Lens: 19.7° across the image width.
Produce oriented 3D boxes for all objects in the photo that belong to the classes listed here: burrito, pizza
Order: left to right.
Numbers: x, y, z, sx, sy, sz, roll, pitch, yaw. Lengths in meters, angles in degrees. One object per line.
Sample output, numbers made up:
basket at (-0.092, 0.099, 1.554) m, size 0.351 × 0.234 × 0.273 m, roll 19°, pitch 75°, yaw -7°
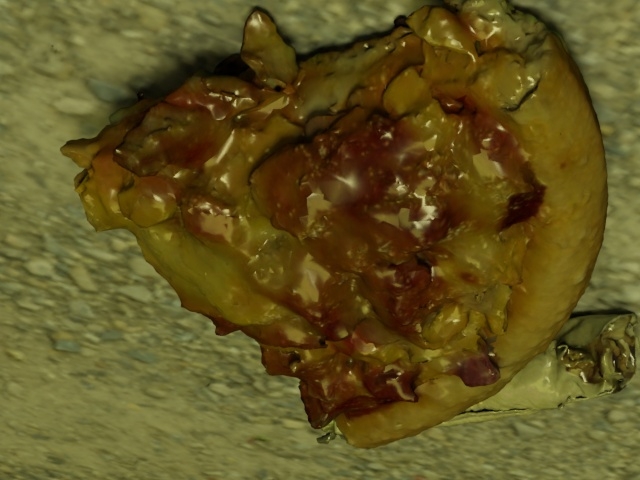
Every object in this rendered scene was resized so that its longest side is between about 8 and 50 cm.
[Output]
pizza at (0.000, 0.000, 0.768) m, size 0.229 × 0.081 × 0.289 m, roll 16°, pitch 145°, yaw -4°
burrito at (0.071, 0.068, 0.907) m, size 0.185 × 0.041 × 0.045 m, roll -11°, pitch 119°, yaw 35°
